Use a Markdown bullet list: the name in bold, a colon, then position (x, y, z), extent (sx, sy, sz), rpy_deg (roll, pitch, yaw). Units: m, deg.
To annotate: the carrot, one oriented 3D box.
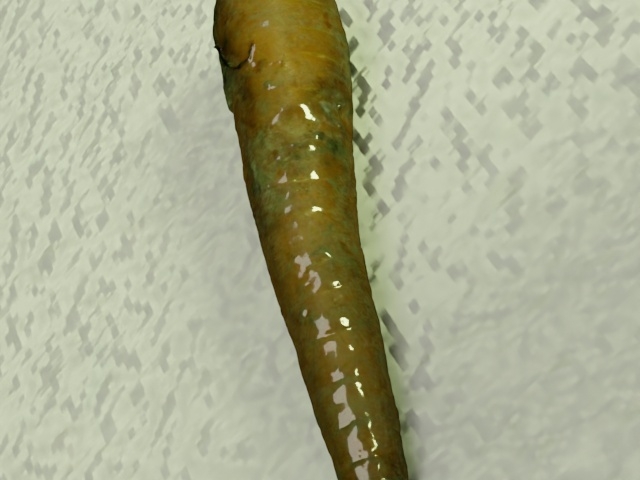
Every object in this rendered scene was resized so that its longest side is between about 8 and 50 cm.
- **carrot**: position (0.000, 0.000, 0.474), extent (0.049, 0.049, 0.254), rpy_deg (-29, 53, 26)
